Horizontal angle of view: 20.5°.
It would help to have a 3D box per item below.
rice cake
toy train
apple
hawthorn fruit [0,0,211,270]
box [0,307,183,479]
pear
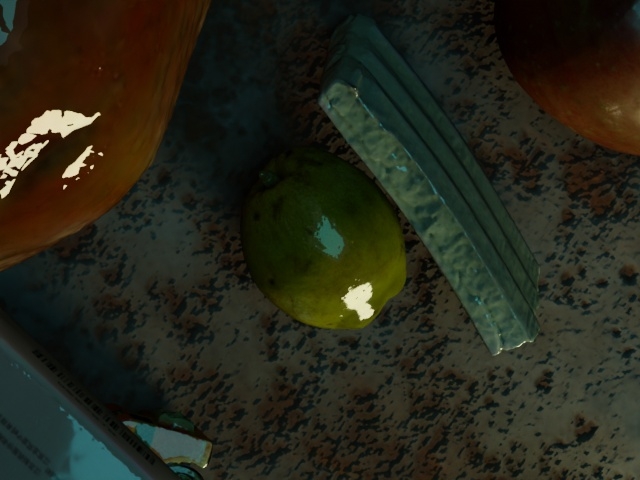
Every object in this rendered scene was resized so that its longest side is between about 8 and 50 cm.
[{"bbox_3d":[0.078,-0.041,1.212,0.043,0.127,0.237,-29,110,21],"label":"rice cake"},{"bbox_3d":[-0.139,0.199,1.183,0.099,0.072,0.188,18,90,-21],"label":"toy train"},{"bbox_3d":[0.215,-0.156,1.211,0.168,0.181,0.181,29,86,-29],"label":"apple"},{"bbox_3d":[-0.231,-0.154,0.948,0.403,0.403,0.403,-2,97,-19],"label":"hawthorn fruit"},{"bbox_3d":[-0.241,0.210,1.085,0.200,0.106,0.299,43,88,0],"label":"box"},{"bbox_3d":[0.000,0.000,1.194,0.107,0.107,0.131,-46,107,-9],"label":"pear"}]
